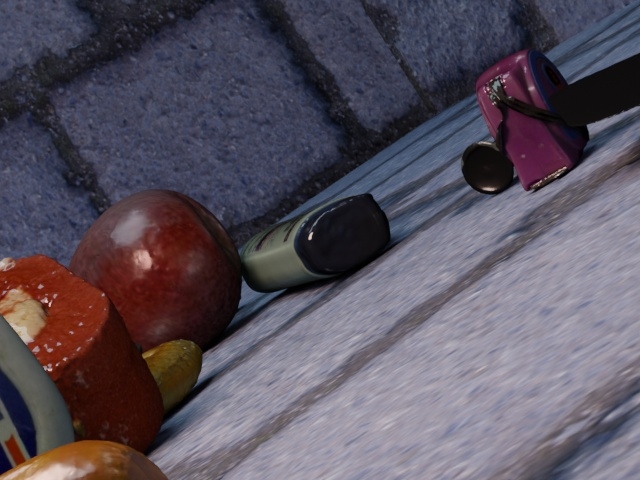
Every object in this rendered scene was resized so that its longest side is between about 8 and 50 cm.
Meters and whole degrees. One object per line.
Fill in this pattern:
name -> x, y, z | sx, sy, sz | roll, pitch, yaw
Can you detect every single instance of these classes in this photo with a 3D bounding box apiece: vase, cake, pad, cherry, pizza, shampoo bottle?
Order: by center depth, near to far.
pad -> 0.368, -0.145, 1.451 | 0.375, 0.063, 0.315 | -24, 8, 7
cake -> -0.257, 0.114, 1.654 | 0.177, 0.151, 0.283 | -39, 29, -22
pizza -> -0.220, 0.176, 1.811 | 0.197, 0.058, 0.292 | -20, 10, 35
vase -> 0.199, -0.099, 1.944 | 0.059, 0.059, 0.167 | -30, 4, 32
shampoo bottle -> 0.000, 0.000, 2.177 | 0.134, 0.078, 0.359 | -30, 2, -14
cherry -> -0.211, 0.054, 2.241 | 0.239, 0.206, 0.239 | -26, 15, 8

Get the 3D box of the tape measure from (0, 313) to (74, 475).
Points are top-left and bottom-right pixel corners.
tape measure -> -0.312, 0.167, 1.414 | 0.246, 0.243, 0.125 | -26, 1, -31

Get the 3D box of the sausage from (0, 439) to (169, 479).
sausage -> -0.198, 0.198, 1.012 | 0.274, 0.105, 0.105 | -33, 3, 8

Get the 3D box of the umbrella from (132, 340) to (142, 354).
umbrella -> -0.268, 0.168, 2.084 | 0.122, 0.110, 0.272 | -34, 8, -26

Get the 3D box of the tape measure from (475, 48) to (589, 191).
tape measure -> 0.192, -0.113, 1.736 | 0.074, 0.118, 0.125 | -29, 1, 22
